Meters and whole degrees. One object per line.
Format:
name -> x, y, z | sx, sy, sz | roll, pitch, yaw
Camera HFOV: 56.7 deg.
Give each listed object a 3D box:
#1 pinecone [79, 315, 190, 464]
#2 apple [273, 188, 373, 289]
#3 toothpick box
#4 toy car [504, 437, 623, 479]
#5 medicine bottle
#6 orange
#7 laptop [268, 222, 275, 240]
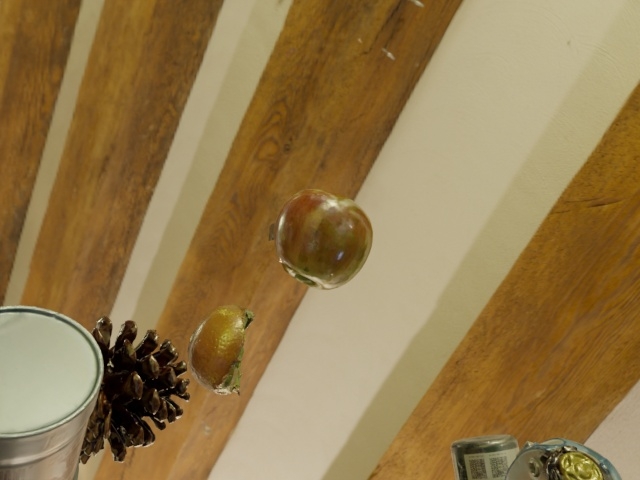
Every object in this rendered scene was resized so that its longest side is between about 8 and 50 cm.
pinecone -> -0.359, 0.264, 1.064 | 0.264, 0.264, 0.264 | 3, -85, 38
apple -> 0.000, 0.000, 1.439 | 0.246, 0.246, 0.226 | 13, -101, 37
toothpick box -> -0.207, 0.132, 0.393 | 0.101, 0.101, 0.153 | 46, -52, 27
toy car -> 0.344, 0.384, 0.707 | 0.314, 0.165, 0.198 | -111, -153, -47
medicine bottle -> 0.360, 0.558, 1.215 | 0.141, 0.141, 0.293 | -20, -111, 38
orange -> -0.293, 0.322, 1.803 | 0.196, 0.334, 0.263 | 24, -92, 7
laptop -> -0.089, -0.042, 1.746 | 0.135, 0.197, 0.016 | -16, -77, -1
